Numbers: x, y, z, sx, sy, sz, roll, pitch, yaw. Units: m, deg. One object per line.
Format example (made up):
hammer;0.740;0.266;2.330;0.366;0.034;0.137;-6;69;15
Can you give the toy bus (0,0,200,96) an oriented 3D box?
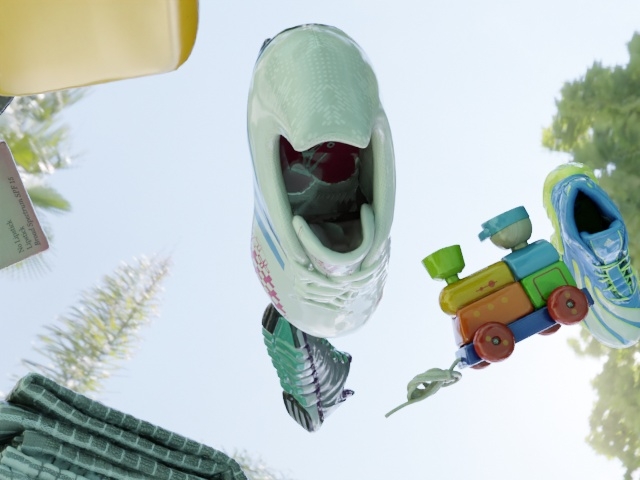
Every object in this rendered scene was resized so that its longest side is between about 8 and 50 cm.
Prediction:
toy bus;-0.094;-0.182;0.209;0.108;0.333;0.130;-10;-109;-11

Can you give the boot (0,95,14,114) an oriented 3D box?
boot;-0.463;-0.207;0.924;0.207;0.090;0.248;41;-89;-20

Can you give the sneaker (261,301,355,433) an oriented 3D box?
sneaker;-0.009;0.141;1.021;0.098;0.224;0.083;-32;-134;-26

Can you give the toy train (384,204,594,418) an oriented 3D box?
toy train;0.149;0.070;0.858;0.248;0.105;0.143;-25;-102;-7

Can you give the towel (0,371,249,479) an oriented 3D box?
towel;-0.237;0.252;0.860;0.283;0.235;0.121;27;-116;-18

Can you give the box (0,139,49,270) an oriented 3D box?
box;-0.473;-0.017;0.961;0.232;0.149;0.126;-28;-156;-27

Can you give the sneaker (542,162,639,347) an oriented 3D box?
sneaker;0.322;0.027;0.940;0.091;0.126;0.240;-23;-86;12

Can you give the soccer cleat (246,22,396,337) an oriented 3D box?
soccer cleat;0.000;0.000;0.614;0.116;0.331;0.143;-10;-133;-2
